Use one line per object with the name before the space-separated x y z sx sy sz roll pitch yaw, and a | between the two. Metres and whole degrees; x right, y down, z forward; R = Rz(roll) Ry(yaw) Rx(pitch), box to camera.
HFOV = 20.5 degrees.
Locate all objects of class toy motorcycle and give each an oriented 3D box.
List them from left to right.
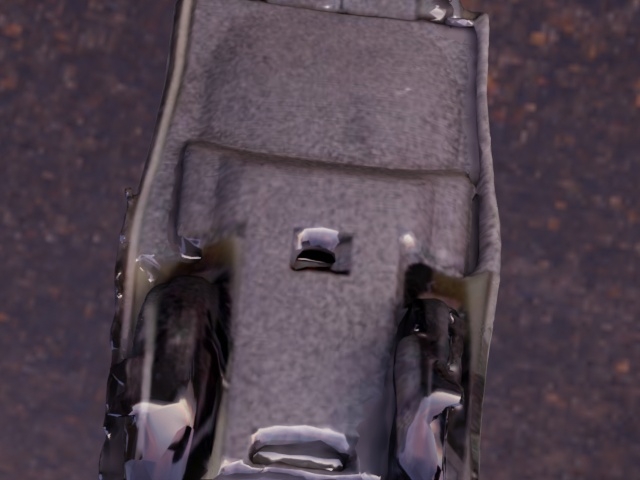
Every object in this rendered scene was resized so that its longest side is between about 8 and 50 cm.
toy motorcycle | 0.000 0.000 0.463 0.091 0.263 0.157 3 156 3
